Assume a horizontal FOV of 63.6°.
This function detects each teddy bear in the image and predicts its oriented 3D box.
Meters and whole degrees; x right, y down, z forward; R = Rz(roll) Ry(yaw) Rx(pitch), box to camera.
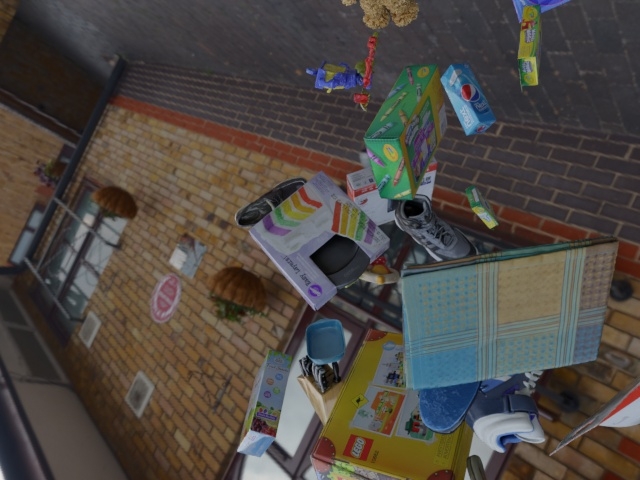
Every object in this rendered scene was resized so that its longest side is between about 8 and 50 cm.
[{"bbox_3d":[0.165,-0.715,1.444,0.244,0.113,0.338,14,163,9],"label":"teddy bear"}]

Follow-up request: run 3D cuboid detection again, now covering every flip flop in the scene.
[{"bbox_3d":[0.423,0.635,1.196,0.112,0.080,0.277,53,-163,-52],"label":"flip flop"}]

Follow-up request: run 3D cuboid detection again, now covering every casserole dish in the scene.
[{"bbox_3d":[0.017,0.301,1.519,0.114,0.037,0.188,-12,-152,2],"label":"casserole dish"}]

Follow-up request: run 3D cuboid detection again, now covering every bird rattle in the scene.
[{"bbox_3d":[0.218,0.136,2.069,0.206,0.143,0.253,18,-172,42],"label":"bird rattle"}]

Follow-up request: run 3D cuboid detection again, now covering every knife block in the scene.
[{"bbox_3d":[0.024,0.470,1.627,0.276,0.088,0.242,60,158,0],"label":"knife block"}]

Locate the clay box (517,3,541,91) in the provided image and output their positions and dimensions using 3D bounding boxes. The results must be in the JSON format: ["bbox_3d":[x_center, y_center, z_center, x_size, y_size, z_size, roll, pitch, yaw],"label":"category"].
[{"bbox_3d":[0.622,-0.564,1.530,0.053,0.222,0.127,2,159,27],"label":"clay box"}]

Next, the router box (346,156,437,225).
[{"bbox_3d":[0.275,-0.190,2.015,0.301,0.335,0.082,79,170,-59],"label":"router box"}]

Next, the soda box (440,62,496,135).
[{"bbox_3d":[0.441,-0.425,1.549,0.067,0.210,0.071,-13,162,-23],"label":"soda box"}]

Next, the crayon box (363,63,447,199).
[{"bbox_3d":[0.196,-0.242,1.138,0.081,0.279,0.165,7,139,29],"label":"crayon box"}]

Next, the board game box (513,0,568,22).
[{"bbox_3d":[0.631,-0.840,1.465,0.233,0.078,0.347,-16,127,27],"label":"board game box"}]

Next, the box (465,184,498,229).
[{"bbox_3d":[0.619,-0.121,1.960,0.179,0.043,0.105,37,-145,-40],"label":"box"}]

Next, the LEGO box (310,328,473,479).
[{"bbox_3d":[0.248,0.518,1.511,0.372,0.500,0.193,5,127,25],"label":"LEGO box"}]

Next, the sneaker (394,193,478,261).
[{"bbox_3d":[0.301,-0.031,1.380,0.268,0.101,0.153,38,176,23],"label":"sneaker"}]

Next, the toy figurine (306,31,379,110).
[{"bbox_3d":[0.066,-0.569,1.679,0.217,0.191,0.363,7,-145,5],"label":"toy figurine"}]

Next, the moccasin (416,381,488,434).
[{"bbox_3d":[0.317,0.263,1.126,0.137,0.342,0.117,12,151,32],"label":"moccasin"}]

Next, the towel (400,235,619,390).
[{"bbox_3d":[0.320,0.133,0.902,0.369,0.272,0.040,-9,-151,-4],"label":"towel"}]

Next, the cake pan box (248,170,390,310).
[{"bbox_3d":[0.000,0.000,1.256,0.267,0.245,0.070,48,173,18],"label":"cake pan box"}]

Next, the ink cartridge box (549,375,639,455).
[{"bbox_3d":[0.726,0.372,1.166,0.091,0.384,0.308,50,161,28],"label":"ink cartridge box"}]

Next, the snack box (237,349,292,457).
[{"bbox_3d":[-0.138,0.404,1.279,0.070,0.207,0.175,19,139,-7],"label":"snack box"}]

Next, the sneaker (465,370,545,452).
[{"bbox_3d":[0.486,0.352,1.220,0.130,0.322,0.236,46,-172,-42],"label":"sneaker"}]

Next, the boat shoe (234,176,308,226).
[{"bbox_3d":[-0.161,-0.120,1.749,0.103,0.285,0.092,63,-179,-18],"label":"boat shoe"}]
